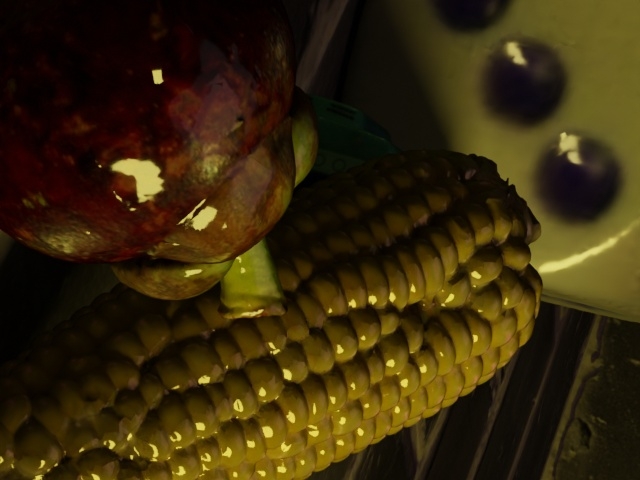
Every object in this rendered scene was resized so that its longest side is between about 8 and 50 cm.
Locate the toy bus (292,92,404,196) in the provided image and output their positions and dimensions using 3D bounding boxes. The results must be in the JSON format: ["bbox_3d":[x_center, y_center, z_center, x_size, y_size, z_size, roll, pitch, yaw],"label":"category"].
[{"bbox_3d":[0.000,0.000,1.134,0.256,0.128,0.147,26,80,-75],"label":"toy bus"}]

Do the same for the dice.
[{"bbox_3d":[0.163,-0.090,1.385,0.243,0.251,0.259,16,89,-73],"label":"dice"}]

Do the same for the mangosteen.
[{"bbox_3d":[-0.059,-0.050,0.785,0.145,0.181,0.156,-51,-156,21],"label":"mangosteen"}]

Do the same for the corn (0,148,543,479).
[{"bbox_3d":[-0.028,0.055,0.903,0.347,0.130,0.130,-28,138,-28],"label":"corn"}]
